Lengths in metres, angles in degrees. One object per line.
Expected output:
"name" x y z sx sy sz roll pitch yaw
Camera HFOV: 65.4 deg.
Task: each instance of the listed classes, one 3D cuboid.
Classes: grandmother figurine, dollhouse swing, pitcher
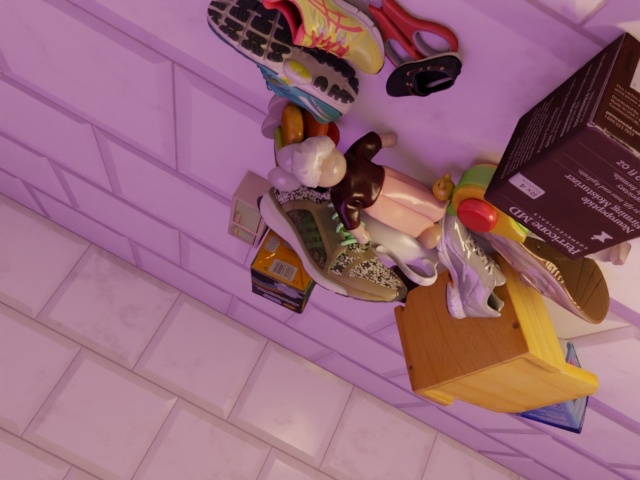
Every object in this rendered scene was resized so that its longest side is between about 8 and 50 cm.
"grandmother figurine" 0.093 -0.100 0.898 0.342 0.208 0.104 17 168 -35
"dollhouse swing" 0.429 0.243 1.214 0.304 0.316 0.347 9 148 -32
"pitcher" 0.166 0.008 1.078 0.207 0.178 0.126 26 123 5

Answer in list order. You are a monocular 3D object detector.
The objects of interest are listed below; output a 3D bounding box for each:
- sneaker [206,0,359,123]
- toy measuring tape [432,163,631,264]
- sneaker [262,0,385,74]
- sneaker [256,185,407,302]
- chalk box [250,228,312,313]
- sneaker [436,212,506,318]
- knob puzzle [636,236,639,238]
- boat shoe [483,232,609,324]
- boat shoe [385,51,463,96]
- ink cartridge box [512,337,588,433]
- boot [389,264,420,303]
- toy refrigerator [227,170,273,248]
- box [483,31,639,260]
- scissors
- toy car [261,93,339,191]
"sneaker" -0.070 -0.285 0.815 0.275 0.107 0.110 35 151 -14
"toy measuring tape" 0.338 -0.053 0.827 0.329 0.121 0.121 23 157 29
"sneaker" 0.002 -0.302 0.715 0.208 0.094 0.081 38 167 -17
"sneaker" 0.028 -0.036 1.015 0.410 0.158 0.182 42 123 29
"chalk box" -0.096 0.095 1.523 0.180 0.179 0.289 25 157 4
"sneaker" 0.316 0.044 1.021 0.120 0.099 0.263 1 118 38
"knob puzzle" 0.465 -0.041 0.843 0.213 0.030 0.213 22 155 11
"boat shoe" 0.438 0.050 0.968 0.302 0.109 0.098 40 159 -13
"boat shoe" 0.145 -0.236 0.734 0.133 0.042 0.049 -2 146 49
"ink cartridge box" 0.614 0.416 1.456 0.269 0.151 0.395 6 149 40
"boot" 0.316 0.138 1.327 0.206 0.090 0.248 -12 133 36
"toy refrigerator" -0.190 -0.073 1.385 0.102 0.094 0.269 28 157 -2
"box" 0.358 -0.108 0.643 0.168 0.167 0.203 33 155 -3
"scissors" 0.069 -0.330 0.692 0.297 0.021 0.109 35 157 -19
"toy car" -0.035 -0.191 0.964 0.136 0.159 0.182 -5 163 -18
